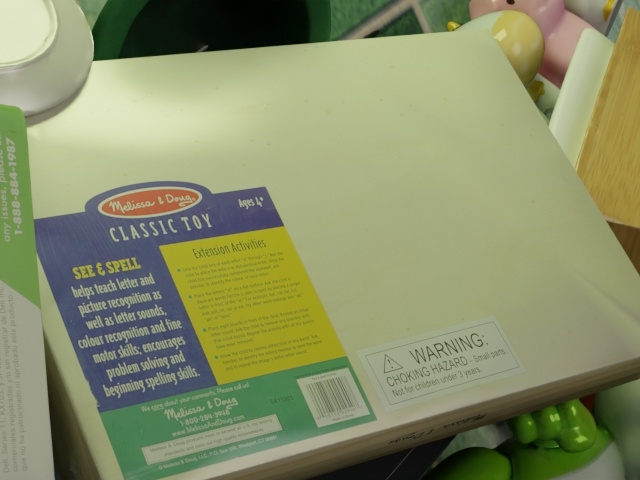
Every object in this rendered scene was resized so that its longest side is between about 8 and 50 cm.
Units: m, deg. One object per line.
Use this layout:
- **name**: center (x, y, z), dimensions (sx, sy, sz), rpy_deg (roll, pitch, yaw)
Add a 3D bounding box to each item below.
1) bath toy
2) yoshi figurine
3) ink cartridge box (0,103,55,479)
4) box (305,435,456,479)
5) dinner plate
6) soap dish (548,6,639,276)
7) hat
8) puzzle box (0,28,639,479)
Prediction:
- **bath toy**: center (0.174, -0.175, 1.225), dimensions (0.348, 0.129, 0.151), rpy_deg (-54, 164, -42)
- **yoshi figurine**: center (0.206, 0.183, 0.955), dimensions (0.203, 0.362, 0.203), rpy_deg (54, -7, 23)
- **ink cartridge box**: center (-0.293, 0.032, 0.587), dimensions (0.353, 0.119, 0.207), rpy_deg (5, 75, -51)
- **box**: center (0.011, 0.072, 0.935), dimensions (0.261, 0.103, 0.184), rpy_deg (-41, 105, -42)
- **dinner plate**: center (-0.196, -0.127, 0.781), dimensions (0.141, 0.017, 0.141), rpy_deg (15, 47, -17)
- **soap dish**: center (0.227, -0.005, 1.123), dimensions (0.291, 0.118, 0.229), rpy_deg (91, 18, -50)
- **hat**: center (-0.105, -0.171, 0.955), dimensions (0.208, 0.183, 0.173), rpy_deg (-40, 135, -7)
- **puzzle box**: center (0.000, 0.000, 0.835), dimensions (0.409, 0.052, 0.272), rpy_deg (-10, 62, -33)
